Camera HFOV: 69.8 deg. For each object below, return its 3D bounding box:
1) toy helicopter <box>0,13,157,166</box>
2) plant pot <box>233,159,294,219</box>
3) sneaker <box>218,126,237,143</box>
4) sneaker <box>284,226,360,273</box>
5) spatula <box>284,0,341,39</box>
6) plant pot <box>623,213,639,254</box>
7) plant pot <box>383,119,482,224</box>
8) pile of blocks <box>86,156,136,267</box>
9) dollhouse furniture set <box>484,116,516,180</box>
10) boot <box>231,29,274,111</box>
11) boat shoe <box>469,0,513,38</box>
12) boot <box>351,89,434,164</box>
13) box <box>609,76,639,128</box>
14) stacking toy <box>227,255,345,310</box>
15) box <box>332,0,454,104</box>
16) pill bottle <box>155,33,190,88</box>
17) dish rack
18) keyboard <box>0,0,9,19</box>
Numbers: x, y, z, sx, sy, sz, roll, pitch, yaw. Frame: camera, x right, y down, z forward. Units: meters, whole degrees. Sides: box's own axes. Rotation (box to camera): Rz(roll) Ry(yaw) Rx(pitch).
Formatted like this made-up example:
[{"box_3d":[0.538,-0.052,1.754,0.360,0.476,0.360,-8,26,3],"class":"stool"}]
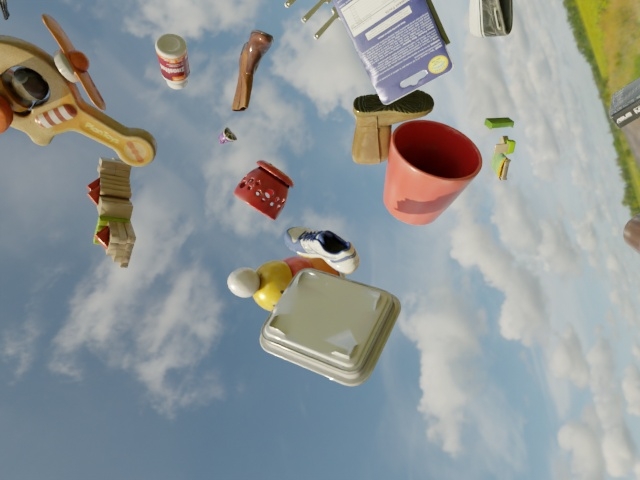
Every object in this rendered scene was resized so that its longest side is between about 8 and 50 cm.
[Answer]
[{"box_3d":[-0.485,-0.269,0.911,0.355,0.235,0.140,29,-153,-34],"class":"toy helicopter"},{"box_3d":[-0.203,-0.193,1.729,0.191,0.191,0.174,33,-87,-42],"class":"plant pot"},{"box_3d":[-0.395,-0.429,1.927,0.068,0.071,0.170,47,-177,-17],"class":"sneaker"},{"box_3d":[0.000,0.000,1.541,0.111,0.297,0.131,-56,-29,-26],"class":"sneaker"},{"box_3d":[-0.012,-0.721,1.410,0.168,0.019,0.242,43,-126,-16],"class":"spatula"},{"box_3d":[0.989,-0.006,1.336,0.166,0.167,0.165,64,-166,-12],"class":"plant pot"},{"box_3d":[0.320,-0.196,1.423,0.275,0.243,0.274,6,-128,-7],"class":"plant pot"},{"box_3d":[-0.613,-0.092,1.315,0.113,0.149,0.361,8,-127,-36],"class":"pile of blocks"},{"box_3d":[0.428,-0.221,1.125,0.076,0.059,0.151,-101,6,-54],"class":"dollhouse furniture set"},{"box_3d":[-0.282,-0.663,1.813,0.096,0.264,0.280,15,-94,-34],"class":"boot"},{"box_3d":[0.450,-0.689,1.169,0.121,0.119,0.335,-49,-41,-25],"class":"boat shoe"},{"box_3d":[0.208,-0.334,1.385,0.269,0.236,0.089,75,-161,-66],"class":"boot"},{"box_3d":[0.783,-0.360,1.074,0.045,0.184,0.190,46,-134,-4],"class":"box"},{"box_3d":[-0.165,0.194,1.879,0.480,0.351,0.350,8,-112,-39],"class":"stacking toy"},{"box_3d":[0.111,-0.347,0.730,0.225,0.137,0.036,62,-143,-12],"class":"box"},{"box_3d":[-0.429,-0.519,1.347,0.086,0.152,0.086,3,-112,-8],"class":"pill bottle"},{"box_3d":[0.017,0.204,1.222,0.285,0.333,0.072,-58,-33,-30],"class":"dish rack"},{"box_3d":[-0.973,-0.702,1.279,0.202,0.317,0.033,11,-116,-26],"class":"keyboard"}]
